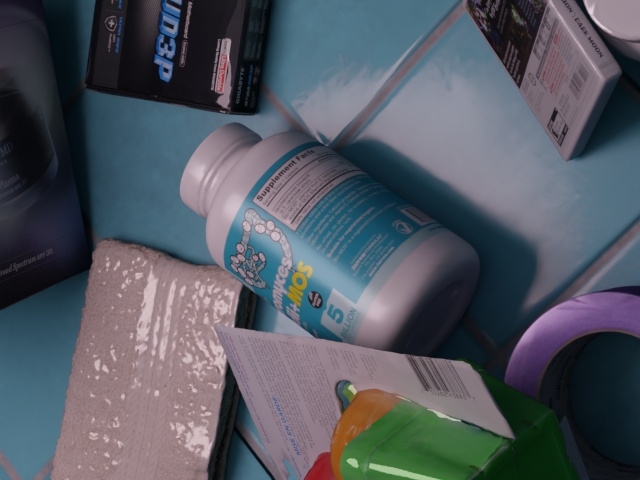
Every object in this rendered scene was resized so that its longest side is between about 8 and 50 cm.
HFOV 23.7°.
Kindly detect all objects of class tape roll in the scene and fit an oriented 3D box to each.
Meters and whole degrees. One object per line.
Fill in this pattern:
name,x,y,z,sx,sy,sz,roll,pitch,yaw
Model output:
tape roll,0.252,0.133,1.266,0.189,0.080,0.189,2,93,29

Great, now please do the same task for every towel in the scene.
towel,-0.169,0.149,1.509,0.187,0.049,0.282,14,98,26

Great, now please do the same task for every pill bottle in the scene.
pill bottle,0.000,0.000,1.358,0.264,0.146,0.146,35,108,23
pill bottle,0.271,-0.190,1.181,0.112,0.186,0.112,1,92,28

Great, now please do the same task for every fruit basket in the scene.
fruit basket,0.075,0.214,1.259,0.353,0.165,0.327,7,124,59

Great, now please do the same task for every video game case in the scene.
video game case,0.176,-0.168,1.244,0.022,0.190,0.173,-30,76,-7

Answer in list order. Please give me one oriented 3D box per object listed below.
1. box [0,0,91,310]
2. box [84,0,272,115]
box,-0.390,-0.071,1.446,0.182,0.296,0.294,-3,104,28
box,-0.132,-0.240,1.471,0.175,0.051,0.220,13,97,27
